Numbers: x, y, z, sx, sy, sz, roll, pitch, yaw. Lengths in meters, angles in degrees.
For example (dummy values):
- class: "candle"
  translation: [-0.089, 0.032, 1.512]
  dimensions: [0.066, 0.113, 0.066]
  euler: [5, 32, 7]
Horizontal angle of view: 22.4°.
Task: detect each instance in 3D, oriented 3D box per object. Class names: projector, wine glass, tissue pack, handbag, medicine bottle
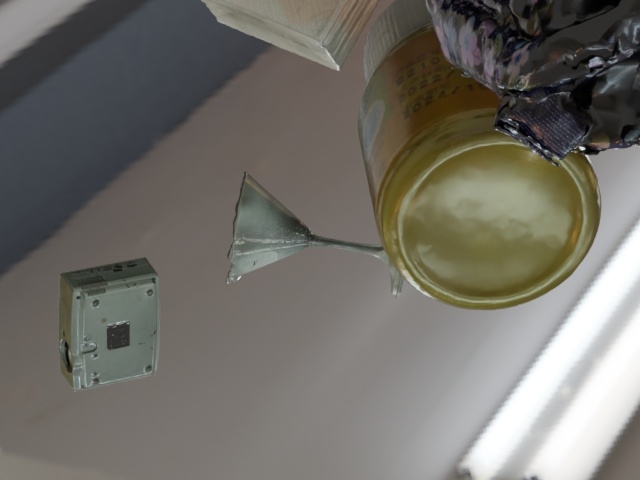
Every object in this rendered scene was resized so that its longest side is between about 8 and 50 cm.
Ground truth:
- class: "projector"
  translation: [-0.255, 0.104, 1.961]
  dimensions: [0.115, 0.147, 0.061]
  euler: [-10, -148, -24]
- class: "wine glass"
  translation: [0.000, 0.000, 2.113]
  dimensions: [0.232, 0.156, 0.156]
  euler: [9, -148, 0]
- class: "tissue pack"
  translation: [0.024, -0.349, 1.666]
  dimensions: [0.170, 0.071, 0.325]
  euler: [24, -101, 28]
- class: "handbag"
  translation: [0.159, -0.133, 0.762]
  dimensions: [0.229, 0.126, 0.208]
  euler: [-32, -159, 0]
- class: "medicine bottle"
  translation: [0.153, -0.115, 1.718]
  dimensions: [0.224, 0.224, 0.384]
  euler: [-15, -148, 5]
